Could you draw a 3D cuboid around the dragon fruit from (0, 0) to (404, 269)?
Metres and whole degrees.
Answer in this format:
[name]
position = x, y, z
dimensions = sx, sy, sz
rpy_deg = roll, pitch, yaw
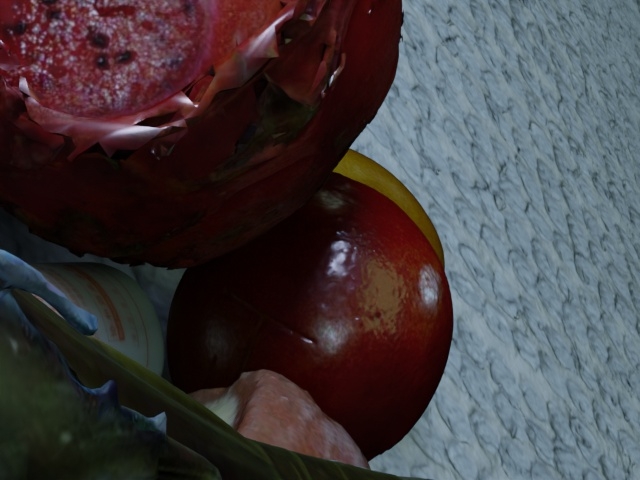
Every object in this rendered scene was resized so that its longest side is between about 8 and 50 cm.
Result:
[dragon fruit]
position = -0.099, -0.128, 0.945
dimensions = 0.296, 0.301, 0.295
rpy_deg = 4, 73, -14

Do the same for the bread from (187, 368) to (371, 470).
[bread]
position = -0.062, 0.185, 0.878
dimensions = 0.123, 0.190, 0.244
rpy_deg = 42, 35, -18

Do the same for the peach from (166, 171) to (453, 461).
[peach]
position = -0.005, 0.051, 1.057
dimensions = 0.197, 0.197, 0.197
rpy_deg = 44, 33, -39

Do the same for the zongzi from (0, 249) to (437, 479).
[zongzi]
position = -0.045, 0.092, 0.626
dimensions = 0.432, 0.208, 0.403
rpy_deg = -31, 136, -30

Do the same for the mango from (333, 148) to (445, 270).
[mango]
position = 0.001, -0.004, 1.229
dimensions = 0.221, 0.120, 0.151
rpy_deg = 35, 40, -35

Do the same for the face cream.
[face cream]
position = -0.185, 0.060, 0.831
dimensions = 0.252, 0.101, 0.101
rpy_deg = 2, 67, -63
